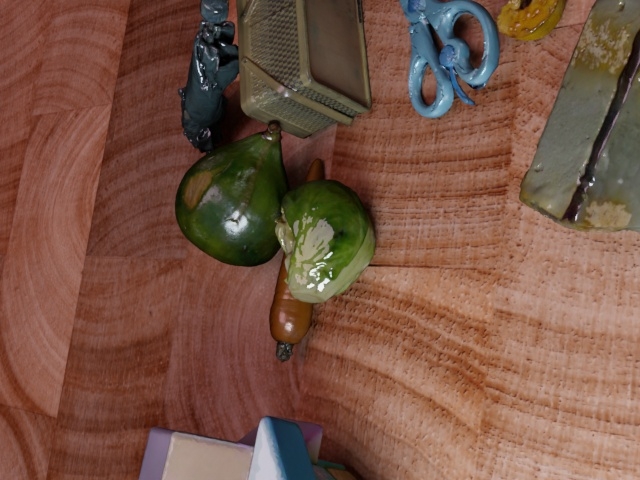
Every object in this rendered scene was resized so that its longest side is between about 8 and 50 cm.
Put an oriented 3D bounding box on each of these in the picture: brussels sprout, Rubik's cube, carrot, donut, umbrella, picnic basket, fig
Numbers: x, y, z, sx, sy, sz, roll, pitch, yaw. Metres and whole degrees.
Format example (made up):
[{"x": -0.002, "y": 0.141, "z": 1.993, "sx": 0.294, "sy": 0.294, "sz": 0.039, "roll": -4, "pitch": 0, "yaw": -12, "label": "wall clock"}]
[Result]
[{"x": 0.008, "y": -0.002, "z": 1.373, "sx": 0.146, "sy": 0.131, "sz": 0.183, "roll": -13, "pitch": 72, "yaw": 3, "label": "brussels sprout"}, {"x": -0.077, "y": 0.410, "z": 1.206, "sx": 0.368, "sy": 0.387, "sz": 0.358, "roll": -11, "pitch": 66, "yaw": 60, "label": "Rubik's cube"}, {"x": -0.031, "y": 0.026, "z": 1.461, "sx": 0.069, "sy": 0.069, "sz": 0.336, "roll": -2, "pitch": 73, "yaw": 43, "label": "carrot"}, {"x": 0.291, "y": -0.321, "z": 1.264, "sx": 0.097, "sy": 0.043, "sz": 0.108, "roll": 23, "pitch": 94, "yaw": 47, "label": "donut"}, {"x": -0.181, "y": -0.281, "z": 1.566, "sx": 0.349, "sy": 0.094, "sz": 0.143, "roll": 109, "pitch": 143, "yaw": -56, "label": "umbrella"}, {"x": -0.029, "y": -0.310, "z": 1.478, "sx": 0.139, "sy": 0.165, "sz": 0.266, "roll": -19, "pitch": 67, "yaw": 37, "label": "picnic basket"}, {"x": -0.120, "y": -0.076, "z": 1.495, "sx": 0.195, "sy": 0.195, "sz": 0.245, "roll": 40, "pitch": 98, "yaw": 42, "label": "fig"}]

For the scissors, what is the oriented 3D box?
[{"x": 0.155, "y": -0.350, "z": 1.393, "sx": 0.180, "sy": 0.032, "sz": 0.392, "roll": -47, "pitch": 48, "yaw": 39, "label": "scissors"}]

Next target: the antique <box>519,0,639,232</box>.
[{"x": 0.340, "y": -0.155, "z": 1.040, "sx": 0.125, "sy": 0.150, "sz": 0.284, "roll": -135, "pitch": 54, "yaw": -59, "label": "antique"}]
